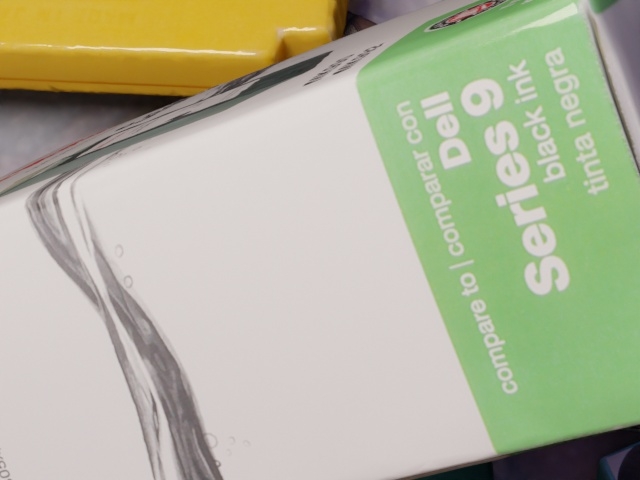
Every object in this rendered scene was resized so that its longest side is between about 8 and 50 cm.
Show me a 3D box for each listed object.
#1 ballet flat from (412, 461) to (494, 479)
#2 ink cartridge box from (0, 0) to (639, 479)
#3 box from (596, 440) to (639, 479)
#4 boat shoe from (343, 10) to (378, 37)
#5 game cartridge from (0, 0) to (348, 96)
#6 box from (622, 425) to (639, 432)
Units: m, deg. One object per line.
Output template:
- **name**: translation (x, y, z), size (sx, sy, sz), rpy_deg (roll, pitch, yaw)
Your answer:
- **ballet flat**: translation (0.026, 0.179, 0.651), size (0.123, 0.123, 0.348), rpy_deg (-10, 68, 4)
- **ink cartridge box**: translation (0.000, 0.000, 0.539), size (0.289, 0.211, 0.121), rpy_deg (-18, 100, 26)
- **box**: translation (0.251, 0.098, 0.673), size (0.244, 0.060, 0.100), rpy_deg (-22, 68, -1)
- **boat shoe**: translation (-0.018, -0.054, 0.776), size (0.049, 0.056, 0.152), rpy_deg (34, 68, 23)
- **game cartridge**: translation (-0.113, -0.220, 0.828), size (0.285, 0.053, 0.324), rpy_deg (4, 63, 9)
- **box**: translation (0.162, -0.029, 0.670), size (0.147, 0.077, 0.180), rpy_deg (-28, 95, -19)
